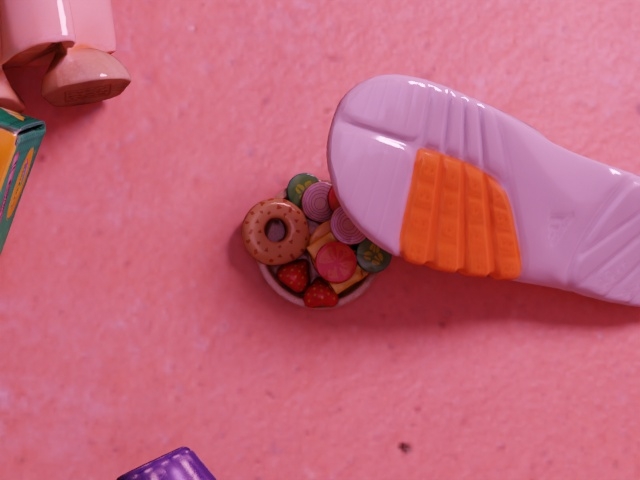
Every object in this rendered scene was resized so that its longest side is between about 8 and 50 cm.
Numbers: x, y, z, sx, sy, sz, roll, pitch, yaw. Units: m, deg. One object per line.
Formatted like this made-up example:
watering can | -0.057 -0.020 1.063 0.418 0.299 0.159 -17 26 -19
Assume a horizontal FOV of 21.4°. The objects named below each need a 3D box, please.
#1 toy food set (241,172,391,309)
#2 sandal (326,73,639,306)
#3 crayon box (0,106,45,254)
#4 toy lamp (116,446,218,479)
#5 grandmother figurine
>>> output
toy food set | 0.000 0.000 1.033 0.082 0.020 0.083 -34 86 -8
sandal | 0.112 -0.022 1.026 0.265 0.076 0.102 20 96 -23
crayon box | -0.279 0.037 0.937 0.165 0.081 0.279 20 98 -1
toy lamp | -0.041 0.251 0.970 0.080 0.080 0.275 -24 88 -8
grandmother figurine | -0.190 -0.251 1.013 0.207 0.104 0.343 -11 86 -15
